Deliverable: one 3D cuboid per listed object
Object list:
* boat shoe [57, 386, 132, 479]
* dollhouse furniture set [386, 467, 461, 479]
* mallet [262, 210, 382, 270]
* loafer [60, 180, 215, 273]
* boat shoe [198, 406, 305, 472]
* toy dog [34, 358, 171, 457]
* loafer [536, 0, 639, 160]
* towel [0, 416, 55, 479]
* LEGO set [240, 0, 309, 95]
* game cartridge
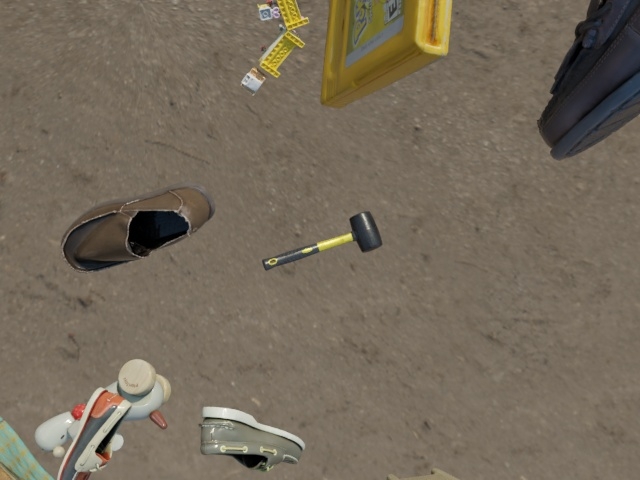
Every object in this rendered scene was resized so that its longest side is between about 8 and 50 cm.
[{"bbox_3d":[-0.254,0.233,0.821,0.043,0.049,0.137,24,94,7],"label":"boat shoe"},{"bbox_3d":[0.140,0.436,0.922,0.262,0.135,0.259,0,93,-20],"label":"dollhouse furniture set"},{"bbox_3d":[0.000,0.000,1.132,0.190,0.039,0.062,-11,79,-11],"label":"mallet"},{"bbox_3d":[-0.403,-0.022,1.537,0.366,0.130,0.133,-23,110,16],"label":"loafer"},{"bbox_3d":[-0.136,0.414,1.472,0.109,0.091,0.305,-8,150,31],"label":"boat shoe"},{"bbox_3d":[-0.483,0.423,1.711,0.334,0.161,0.220,-39,152,16],"label":"toy dog"},{"bbox_3d":[0.241,-0.171,0.508,0.109,0.302,0.095,-27,75,-29],"label":"loafer"},{"bbox_3d":[-0.199,0.227,0.550,0.040,0.271,0.370,-40,97,-18],"label":"towel"},{"bbox_3d":[-0.098,-0.445,1.500,0.132,0.107,0.286,-2,128,-11],"label":"LEGO set"},{"bbox_3d":[0.086,-0.356,1.033,0.053,0.324,0.285,7,85,-23],"label":"game cartridge"}]
